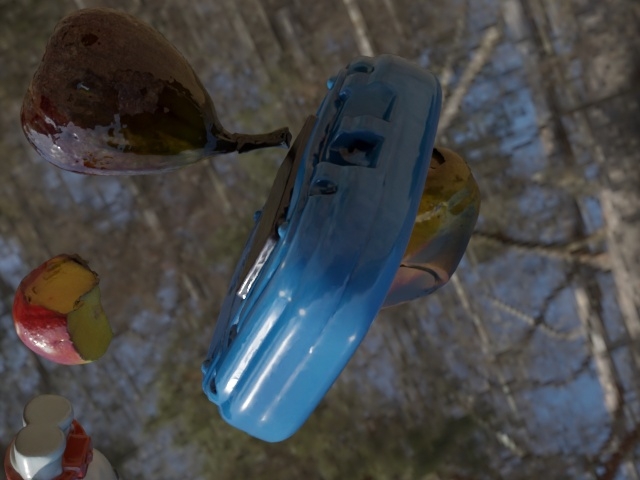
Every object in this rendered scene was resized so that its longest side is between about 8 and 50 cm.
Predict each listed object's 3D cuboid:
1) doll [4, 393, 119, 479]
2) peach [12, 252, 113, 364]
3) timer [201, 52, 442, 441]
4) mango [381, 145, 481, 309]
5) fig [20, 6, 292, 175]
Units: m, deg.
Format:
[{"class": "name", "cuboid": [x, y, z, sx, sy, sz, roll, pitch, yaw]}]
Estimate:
[{"class": "doll", "cuboid": [-0.277, 0.286, 1.678, 0.129, 0.290, 0.161, 2, -135, 3]}, {"class": "peach", "cuboid": [-0.325, 0.096, 1.982, 0.118, 0.151, 0.151, -22, -154, -17]}, {"class": "timer", "cuboid": [0.000, 0.000, 1.462, 0.309, 0.115, 0.340, -57, -169, 43]}, {"class": "mango", "cuboid": [0.085, -0.030, 1.867, 0.236, 0.136, 0.166, -19, -124, 35]}, {"class": "fig", "cuboid": [-0.162, -0.132, 1.610, 0.145, 0.274, 0.170, -175, -80, -75]}]
